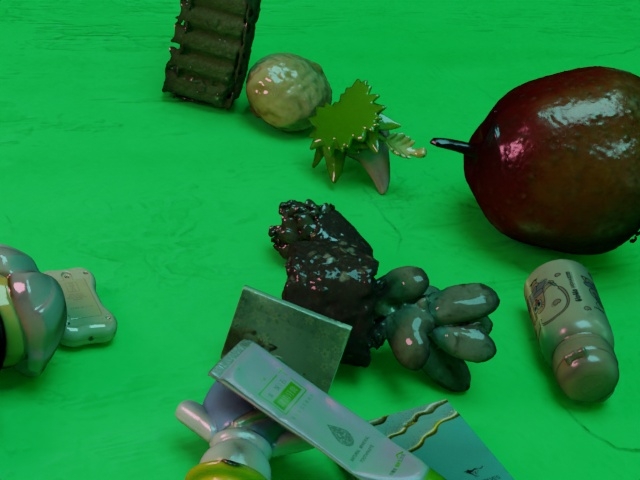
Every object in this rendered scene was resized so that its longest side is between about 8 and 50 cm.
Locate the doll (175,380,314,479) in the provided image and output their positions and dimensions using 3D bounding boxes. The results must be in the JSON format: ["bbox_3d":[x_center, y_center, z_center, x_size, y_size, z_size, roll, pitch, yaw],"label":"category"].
[{"bbox_3d":[-0.081,0.211,1.142,0.135,0.099,0.241,40,31,-17],"label":"doll"}]

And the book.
[{"bbox_3d":[-0.042,0.122,1.284,0.135,0.103,0.017,21,17,5],"label":"book"}]

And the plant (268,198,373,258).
[{"bbox_3d":[0.000,0.000,1.491,0.143,0.094,0.092,34,47,16],"label":"plant"}]

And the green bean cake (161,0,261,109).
[{"bbox_3d":[-0.166,-0.370,1.819,0.132,0.241,0.255,13,33,-3],"label":"green bean cake"}]

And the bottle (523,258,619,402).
[{"bbox_3d":[0.336,0.127,1.456,0.110,0.097,0.209,51,20,-31],"label":"bottle"}]

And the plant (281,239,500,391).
[{"bbox_3d":[0.081,0.088,1.345,0.274,0.146,0.149,15,30,-3],"label":"plant"}]

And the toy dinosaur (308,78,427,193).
[{"bbox_3d":[0.059,-0.154,1.747,0.194,0.152,0.177,54,9,31],"label":"toy dinosaur"}]

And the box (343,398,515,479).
[{"bbox_3d":[0.136,0.276,1.191,0.162,0.041,0.229,-9,42,-33],"label":"box"}]

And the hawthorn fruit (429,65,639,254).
[{"bbox_3d":[0.340,-0.127,1.653,0.369,0.285,0.285,6,35,-8],"label":"hawthorn fruit"}]

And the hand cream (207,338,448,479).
[{"bbox_3d":[0.015,0.194,1.133,0.275,0.050,0.079,35,3,8],"label":"hand cream"}]

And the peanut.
[{"bbox_3d":[-0.048,-0.246,1.806,0.140,0.109,0.159,54,39,-12],"label":"peanut"}]

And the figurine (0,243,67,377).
[{"bbox_3d":[-0.368,0.102,1.145,0.176,0.133,0.236,39,41,16],"label":"figurine"}]

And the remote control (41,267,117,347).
[{"bbox_3d":[-0.289,0.078,1.301,0.074,0.032,0.122,-5,38,-29],"label":"remote control"}]
